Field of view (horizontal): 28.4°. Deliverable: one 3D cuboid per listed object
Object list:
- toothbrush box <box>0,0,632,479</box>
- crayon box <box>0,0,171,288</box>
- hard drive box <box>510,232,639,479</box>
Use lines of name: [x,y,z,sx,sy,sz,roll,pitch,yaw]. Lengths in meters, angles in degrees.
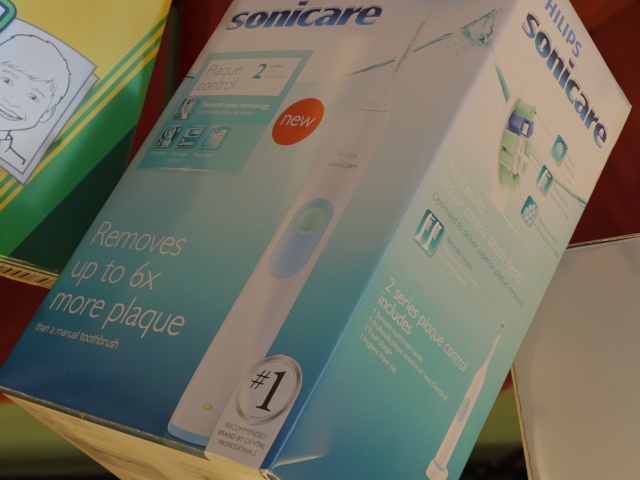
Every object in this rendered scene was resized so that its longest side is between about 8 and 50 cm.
toothbrush box: [0.000,0.000,0.674,0.216,0.296,0.126,9,150,44]
crayon box: [-0.297,-0.162,0.877,0.362,0.313,0.106,17,169,-19]
hard drive box: [0.175,0.116,0.769,0.089,0.232,0.181,-10,178,14]
